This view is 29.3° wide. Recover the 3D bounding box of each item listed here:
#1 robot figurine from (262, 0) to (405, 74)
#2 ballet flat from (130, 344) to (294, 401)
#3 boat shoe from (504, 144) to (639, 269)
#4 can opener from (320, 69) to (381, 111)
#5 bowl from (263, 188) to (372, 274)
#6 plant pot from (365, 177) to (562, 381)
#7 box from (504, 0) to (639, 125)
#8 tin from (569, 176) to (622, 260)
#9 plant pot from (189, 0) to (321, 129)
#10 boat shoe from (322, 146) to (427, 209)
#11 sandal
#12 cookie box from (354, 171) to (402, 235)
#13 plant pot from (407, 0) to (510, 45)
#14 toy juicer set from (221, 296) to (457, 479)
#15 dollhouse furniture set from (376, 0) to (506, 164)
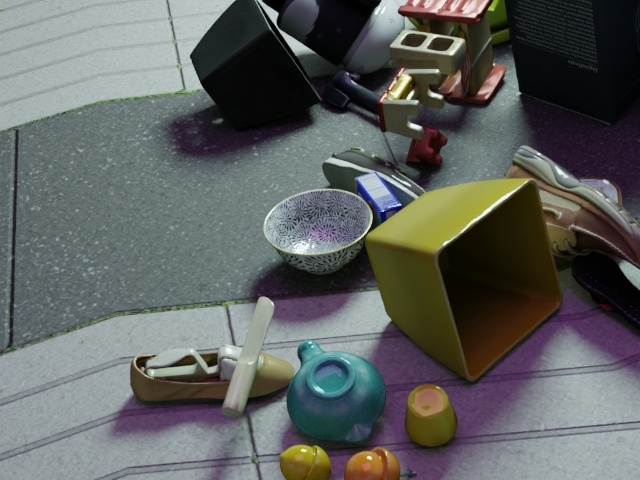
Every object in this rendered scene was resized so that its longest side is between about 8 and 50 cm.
[{"bbox_3d":[0.028,-0.437,2.333,0.278,0.173,0.209,32,19,-4],"label":"robot figurine"},{"bbox_3d":[-0.154,0.182,1.708,0.232,0.073,0.080,-7,38,2],"label":"ballet flat"},{"bbox_3d":[0.372,-0.025,1.788,0.116,0.123,0.324,-56,35,8],"label":"boat shoe"},{"bbox_3d":[0.084,-0.262,2.263,0.186,0.073,0.059,29,12,35],"label":"can opener"},{"bbox_3d":[0.000,0.000,1.907,0.170,0.080,0.170,-5,37,4],"label":"bowl"},{"bbox_3d":[0.187,0.036,1.731,0.212,0.212,0.187,-35,32,-30],"label":"plant pot"},{"bbox_3d":[0.485,-0.458,2.109,0.212,0.395,0.293,26,58,38],"label":"box"},{"bbox_3d":[0.417,-0.036,1.903,0.106,0.040,0.189,-5,37,13],"label":"tin"},{"bbox_3d":[-0.132,-0.318,2.268,0.167,0.188,0.187,-34,38,7],"label":"plant pot"},{"bbox_3d":[0.101,-0.101,2.015,0.069,0.081,0.228,-38,43,-27],"label":"boat shoe"},{"bbox_3d":[0.421,0.079,1.751,0.067,0.040,0.179,-26,47,-17],"label":"sandal"},{"bbox_3d":[0.092,-0.041,1.932,0.040,0.092,0.107,-15,37,-14],"label":"cookie box"},{"bbox_3d":[0.286,-0.496,2.388,0.228,0.207,0.227,-21,38,-15],"label":"plant pot"},{"bbox_3d":[-0.003,0.229,1.615,0.329,0.089,0.209,25,62,26],"label":"toy juicer set"},{"bbox_3d":[0.186,-0.280,2.147,0.152,0.201,0.374,13,49,26],"label":"dollhouse furniture set"}]
